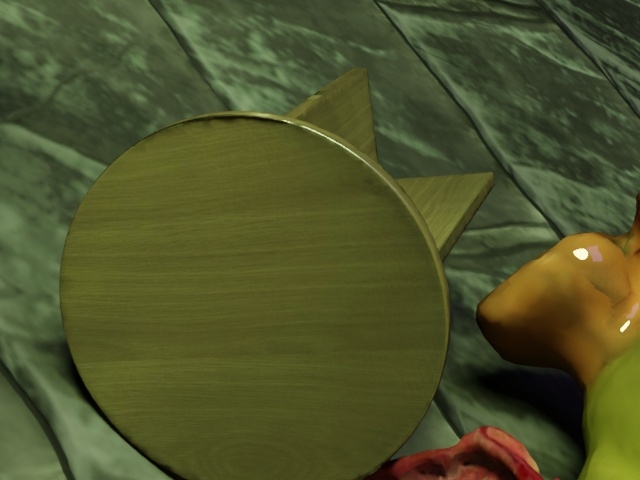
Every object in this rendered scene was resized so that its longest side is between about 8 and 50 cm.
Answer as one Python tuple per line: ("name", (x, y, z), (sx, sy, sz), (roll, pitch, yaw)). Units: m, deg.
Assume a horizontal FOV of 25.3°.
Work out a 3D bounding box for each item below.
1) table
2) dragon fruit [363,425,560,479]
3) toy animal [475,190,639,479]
("table", (0.000, 0.000, 0.682), (0.167, 0.167, 0.227), (40, 22, 2))
("dragon fruit", (0.071, 0.177, 0.502), (0.126, 0.161, 0.274), (28, 31, -12))
("toy animal", (0.246, 0.123, 0.726), (0.338, 0.216, 0.191), (57, 9, 22))
